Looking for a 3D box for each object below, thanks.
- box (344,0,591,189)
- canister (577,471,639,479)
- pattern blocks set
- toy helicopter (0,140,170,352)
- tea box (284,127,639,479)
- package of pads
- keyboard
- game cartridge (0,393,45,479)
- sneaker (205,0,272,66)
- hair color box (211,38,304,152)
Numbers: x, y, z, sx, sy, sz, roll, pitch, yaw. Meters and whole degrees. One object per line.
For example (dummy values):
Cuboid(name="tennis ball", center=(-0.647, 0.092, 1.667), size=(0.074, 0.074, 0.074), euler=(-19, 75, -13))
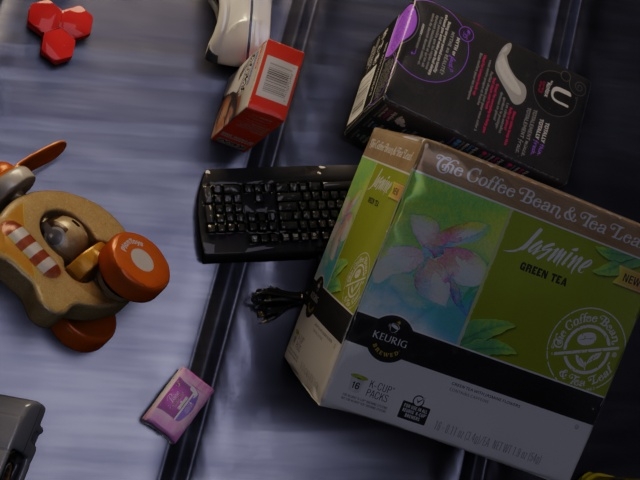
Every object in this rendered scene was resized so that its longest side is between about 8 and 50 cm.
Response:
Cuboid(name="box", center=(0.194, -0.174, 1.535), size=(0.270, 0.143, 0.165), euler=(24, 69, -13))
Cuboid(name="canister", center=(0.393, 0.364, 1.493), size=(0.073, 0.170, 0.126), euler=(16, 76, -15))
Cuboid(name="pattern blocks set", center=(-0.348, -0.410, 1.464), size=(0.285, 0.026, 0.325), euler=(33, 72, -10))
Cuboid(name="toy helicopter", center=(-0.352, -0.009, 1.285), size=(0.355, 0.140, 0.235), euler=(6, 51, -50))
Cuboid(name="tea box", center=(0.178, 0.071, 1.404), size=(0.329, 0.220, 0.323), euler=(19, 94, -15))
Cuboid(name="package of pads", center=(-0.173, 0.200, 1.409), size=(0.050, 0.032, 0.083), euler=(40, 71, -9))
Cuboid(name="keyboard", center=(0.000, 0.000, 1.504), size=(0.317, 0.033, 0.201), euler=(-3, 81, -18))
Cuboid(name="game cartridge", center=(-0.428, 0.295, 1.232), size=(0.198, 0.062, 0.297), euler=(8, 64, 21))
Cuboid(name="sneaker", center=(-0.107, -0.346, 1.499), size=(0.091, 0.094, 0.258), euler=(3, 74, -8))
Cuboid(name="hair color box", center=(-0.080, -0.176, 1.435), size=(0.053, 0.167, 0.093), euler=(19, 75, -15))
